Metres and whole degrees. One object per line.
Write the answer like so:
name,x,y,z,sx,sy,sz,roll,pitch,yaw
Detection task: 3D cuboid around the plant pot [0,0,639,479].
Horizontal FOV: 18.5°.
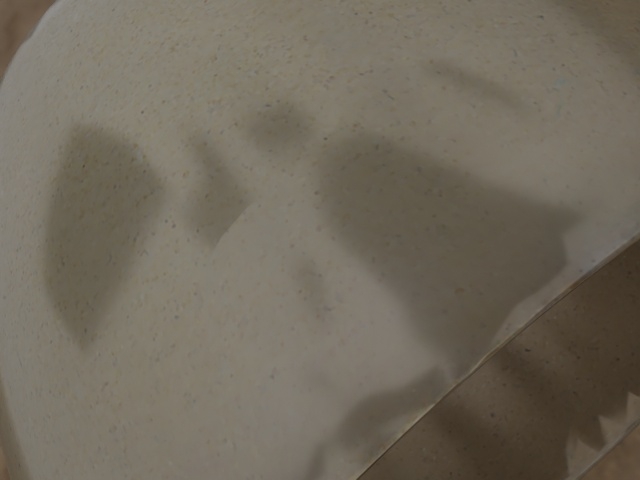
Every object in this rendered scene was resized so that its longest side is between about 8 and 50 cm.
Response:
plant pot,0.000,0.000,0.629,0.284,0.284,0.191,-47,72,16
